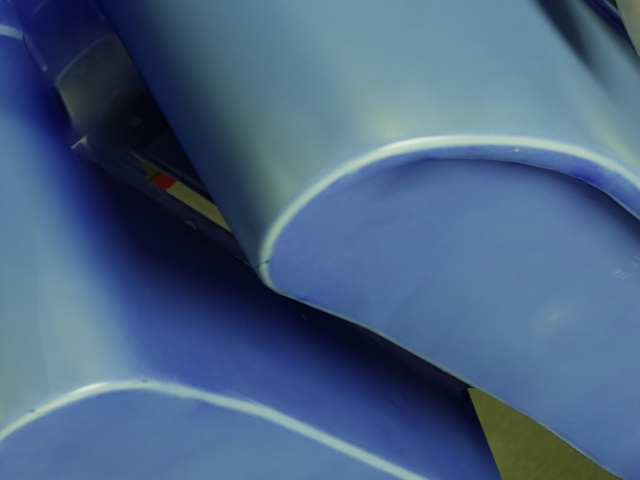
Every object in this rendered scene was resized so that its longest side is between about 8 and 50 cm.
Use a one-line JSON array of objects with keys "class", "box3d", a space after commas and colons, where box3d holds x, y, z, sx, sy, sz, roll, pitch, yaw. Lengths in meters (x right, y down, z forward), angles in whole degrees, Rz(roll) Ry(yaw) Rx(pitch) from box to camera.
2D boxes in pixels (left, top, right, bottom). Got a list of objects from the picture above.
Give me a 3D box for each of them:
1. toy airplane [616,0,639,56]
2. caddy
[{"class": "toy airplane", "box3d": [0.212, -0.229, 0.595, 0.386, 0.272, 0.384, -2, 81, -33]}, {"class": "caddy", "box3d": [0.000, 0.000, 0.585, 0.241, 0.179, 0.341, -37, 143, 17]}]
